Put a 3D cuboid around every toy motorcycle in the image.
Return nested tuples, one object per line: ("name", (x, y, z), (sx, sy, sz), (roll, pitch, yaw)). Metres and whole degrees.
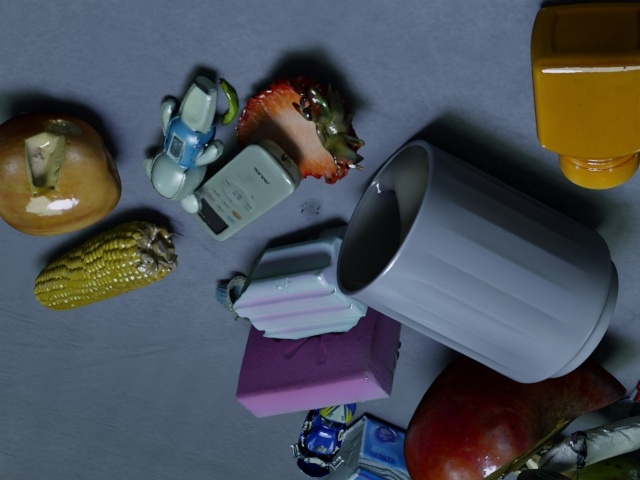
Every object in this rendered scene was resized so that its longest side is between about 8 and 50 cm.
("toy motorcycle", (0.015, 0.312, 2.168), (0.113, 0.169, 0.315), (16, 145, -3))

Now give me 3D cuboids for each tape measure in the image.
("tape measure", (0.371, 0.355, 1.977), (0.107, 0.104, 0.179), (11, 116, 15))

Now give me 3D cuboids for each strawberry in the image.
("strawberry", (-0.032, -0.159, 1.639), (0.208, 0.087, 0.167), (10, 137, 47))

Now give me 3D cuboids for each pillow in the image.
("pillow", (0.476, 0.343, 2.083), (0.229, 0.051, 0.128), (-9, 155, -29))

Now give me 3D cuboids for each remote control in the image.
("remote control", (-0.112, -0.068, 1.733), (0.090, 0.038, 0.309), (47, 152, -8))

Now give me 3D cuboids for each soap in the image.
("soap", (-0.029, 0.074, 1.906), (0.230, 0.091, 0.145), (-10, 140, 42))
("soap", (-0.003, 0.178, 1.985), (0.259, 0.181, 0.081), (-12, 137, 31))

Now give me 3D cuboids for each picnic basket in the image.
("picnic basket", (-0.129, 0.093, 2.010), (0.083, 0.065, 0.083), (18, 145, 29))

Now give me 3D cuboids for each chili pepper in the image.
("chili pepper", (-0.126, -0.183, 1.671), (0.030, 0.017, 0.083), (13, 144, 1))

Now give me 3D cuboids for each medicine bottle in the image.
("medicine bottle", (0.332, -0.170, 1.480), (0.149, 0.112, 0.222), (1, 142, 14))

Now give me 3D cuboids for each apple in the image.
("apple", (0.296, 0.309, 1.974), (0.329, 0.295, 0.365), (11, 152, -7))
("apple", (-0.373, -0.090, 1.743), (0.199, 0.199, 0.199), (8, 144, 6))

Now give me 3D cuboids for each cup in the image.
("cup", (0.203, 0.038, 1.724), (0.327, 0.236, 0.323), (26, 171, -19))

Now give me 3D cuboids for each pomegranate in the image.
("pomegranate", (0.490, 0.456, 2.234), (0.286, 0.231, 0.231), (51, 148, 19))

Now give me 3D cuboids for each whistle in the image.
("whistle", (-0.182, -0.137, 1.705), (0.114, 0.077, 0.235), (41, 139, 14))

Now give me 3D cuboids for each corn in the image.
("corn", (-0.347, 0.042, 1.970), (0.305, 0.106, 0.106), (-19, 134, 41))

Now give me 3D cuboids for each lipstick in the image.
("lipstick", (0.000, 0.000, 1.876), (0.107, 0.025, 0.025), (-10, 138, 36))

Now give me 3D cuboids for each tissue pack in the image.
("tissue pack", (0.142, 0.467, 2.358), (0.263, 0.146, 0.198), (26, 140, -17))

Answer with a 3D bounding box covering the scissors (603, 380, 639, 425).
("scissors", (0.519, 0.297, 2.137), (0.144, 0.017, 0.247), (2, 144, 14))
